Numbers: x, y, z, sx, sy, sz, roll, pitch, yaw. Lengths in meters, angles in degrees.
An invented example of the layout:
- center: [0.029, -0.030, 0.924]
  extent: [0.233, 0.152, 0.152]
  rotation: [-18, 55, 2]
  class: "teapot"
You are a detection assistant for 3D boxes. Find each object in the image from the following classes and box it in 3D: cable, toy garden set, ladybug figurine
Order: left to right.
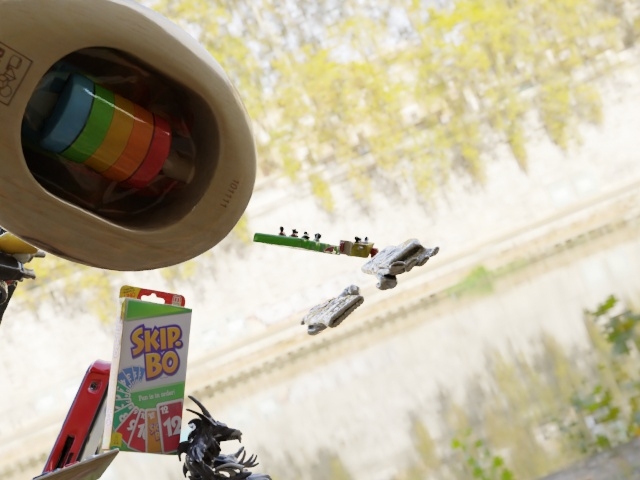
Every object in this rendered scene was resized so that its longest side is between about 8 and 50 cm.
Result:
- center: [-0.530, 0.018, 1.603]
  extent: [0.287, 0.072, 0.139]
  rotation: [21, -55, -43]
  class: "cable"
- center: [-0.275, -0.135, 1.300]
  extent: [0.449, 0.305, 0.162]
  rotation: [32, -5, -40]
  class: "ladybug figurine"
- center: [0.000, 0.000, 2.333]
  extent: [0.204, 0.049, 0.244]
  rotation: [7, -2, 20]
  class: "toy garden set"

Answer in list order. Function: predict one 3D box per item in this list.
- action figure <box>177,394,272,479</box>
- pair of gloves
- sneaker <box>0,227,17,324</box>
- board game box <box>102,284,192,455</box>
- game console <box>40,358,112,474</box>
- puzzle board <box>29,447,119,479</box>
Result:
- center: [-0.153, 0.377, 1.755]
  extent: [0.141, 0.275, 0.164]
  rotation: [-5, 17, -9]
  class: "action figure"
- center: [0.075, 0.081, 1.838]
  extent: [0.240, 0.042, 0.204]
  rotation: [-38, 6, -19]
  class: "pair of gloves"
- center: [-0.525, 0.051, 1.791]
  extent: [0.051, 0.170, 0.089]
  rotation: [6, -20, 26]
  class: "sneaker"
- center: [-0.270, 0.204, 1.743]
  extent: [0.124, 0.259, 0.039]
  rotation: [13, -18, -37]
  class: "board game box"
- center: [-0.459, 0.445, 2.069]
  extent: [0.060, 0.386, 0.342]
  rotation: [15, -42, 2]
  class: "game console"
- center: [-0.331, 0.309, 1.431]
  extent: [0.128, 0.011, 0.096]
  rotation: [-15, -24, -37]
  class: "puzzle board"
